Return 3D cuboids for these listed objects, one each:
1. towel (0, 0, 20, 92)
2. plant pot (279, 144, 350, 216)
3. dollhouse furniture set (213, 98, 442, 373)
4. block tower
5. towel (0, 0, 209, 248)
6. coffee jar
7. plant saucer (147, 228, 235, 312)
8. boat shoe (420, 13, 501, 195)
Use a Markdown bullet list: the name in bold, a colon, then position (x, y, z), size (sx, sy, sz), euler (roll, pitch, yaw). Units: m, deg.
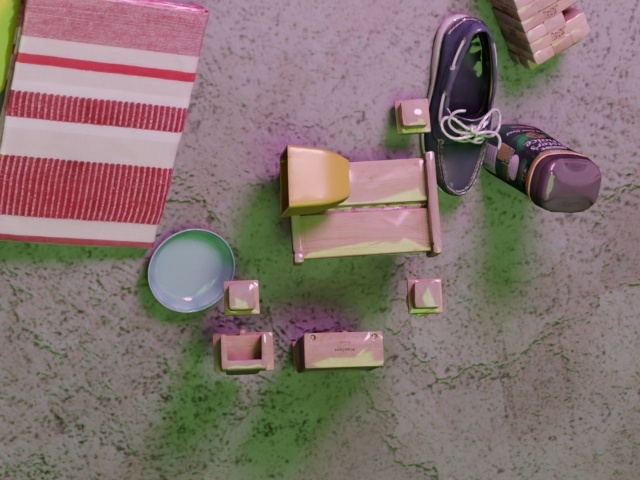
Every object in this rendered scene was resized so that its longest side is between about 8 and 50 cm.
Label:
- **towel**: position (-0.352, -0.285, 1.845), size (0.237, 0.021, 0.102), euler (-47, 116, 1)
- **plant pot**: position (-0.006, -0.075, 1.968), size (0.083, 0.081, 0.081), euler (0, 82, -9)
- **dollhouse furniture set**: position (0.000, 0.000, 2.084), size (0.303, 0.174, 0.355), euler (-2, 82, -5)
- **block tower**: position (0.251, -0.388, 2.000), size (0.097, 0.091, 0.335), euler (-31, 119, -8)
- **towel**: position (-0.282, -0.147, 1.906), size (0.237, 0.037, 0.329), euler (4, 113, -28)
- **coffee jar**: position (0.299, -0.098, 2.079), size (0.096, 0.184, 0.079), euler (2, 110, -23)
- **plant saucer**: position (-0.173, 0.037, 2.040), size (0.119, 0.021, 0.119), euler (-8, 113, -18)
- **boat shoe**: position (0.196, -0.174, 2.068), size (0.095, 0.079, 0.254), euler (-1, 111, -21)
